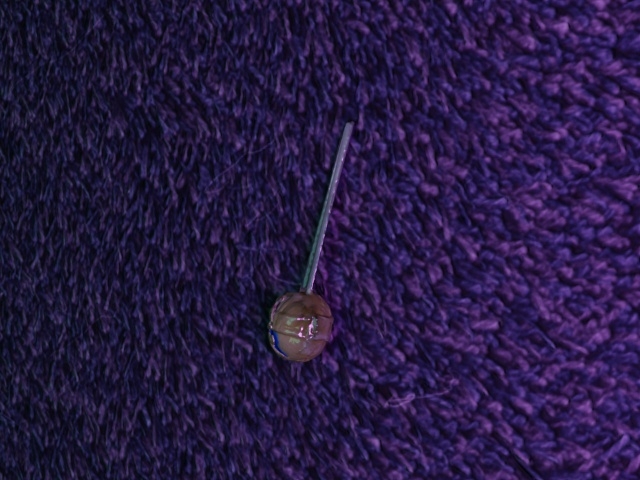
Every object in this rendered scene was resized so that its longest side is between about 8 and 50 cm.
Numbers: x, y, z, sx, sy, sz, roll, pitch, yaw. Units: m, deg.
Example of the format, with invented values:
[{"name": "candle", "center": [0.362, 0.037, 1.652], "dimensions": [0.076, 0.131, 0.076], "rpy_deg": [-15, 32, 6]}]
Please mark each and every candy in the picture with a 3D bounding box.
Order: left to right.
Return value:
[{"name": "candy", "center": [0.000, 0.000, 1.855], "dimensions": [0.092, 0.093, 0.336], "rpy_deg": [14, 90, 8]}]
